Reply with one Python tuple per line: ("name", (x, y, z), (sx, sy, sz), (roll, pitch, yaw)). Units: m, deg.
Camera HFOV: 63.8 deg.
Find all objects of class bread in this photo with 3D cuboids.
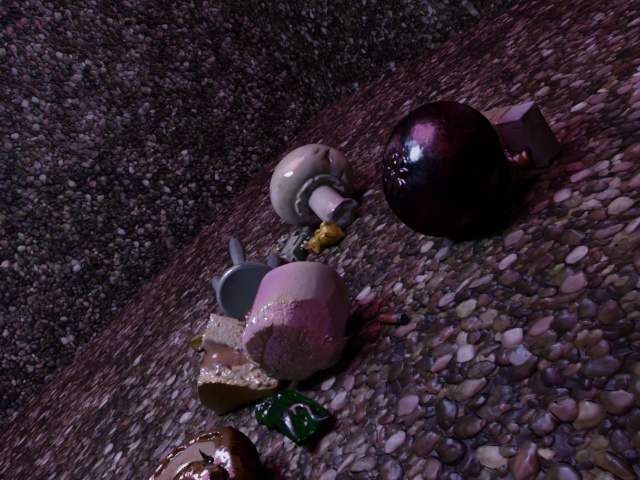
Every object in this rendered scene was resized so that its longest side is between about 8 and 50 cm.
("bread", (-0.192, 0.329, 1.267), (0.183, 0.224, 0.211), (-77, -2, -51))

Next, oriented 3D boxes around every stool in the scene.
("stool", (-0.219, 0.121, 1.574), (0.195, 0.195, 0.198), (-62, 19, 15))

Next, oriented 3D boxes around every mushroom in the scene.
("mushroom", (-0.212, 0.461, 0.886), (0.278, 0.163, 0.297), (-37, 17, 39))
("mushroom", (-0.006, -0.164, 1.768), (0.314, 0.314, 0.336), (-41, 39, -1))

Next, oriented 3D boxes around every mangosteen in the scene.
("mangosteen", (0.279, -0.160, 1.142), (0.293, 0.297, 0.297), (-27, 10, -31))

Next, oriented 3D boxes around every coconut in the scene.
("coconut", (-0.044, 0.168, 1.137), (0.233, 0.233, 0.245), (-32, 21, 25))

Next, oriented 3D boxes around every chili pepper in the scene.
("chili pepper", (-0.057, 0.339, 1.005), (0.098, 0.061, 0.224), (-44, 16, -30))

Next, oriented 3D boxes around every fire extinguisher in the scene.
("fire extinguisher", (0.145, 0.165, 1.067), (0.083, 0.023, 0.028), (-13, 64, 55))

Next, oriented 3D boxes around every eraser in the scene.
("eraser", (0.414, -0.243, 1.275), (0.078, 0.144, 0.343), (-44, 20, -15))

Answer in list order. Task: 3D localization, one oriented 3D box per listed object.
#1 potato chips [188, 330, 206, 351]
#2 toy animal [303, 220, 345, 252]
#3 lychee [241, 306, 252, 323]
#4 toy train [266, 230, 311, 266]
("potato chips", (-0.300, 0.303, 1.560), (0.080, 0.057, 0.407), (-48, 20, -30))
("toy animal", (0.003, 0.002, 1.660), (0.159, 0.083, 0.070), (-38, 42, 45))
("lychee", (-0.158, 0.229, 1.372), (0.147, 0.114, 0.114), (-9, 31, 22))
("toy train", (-0.101, 0.036, 1.758), (0.125, 0.080, 0.194), (-16, 27, 31))
